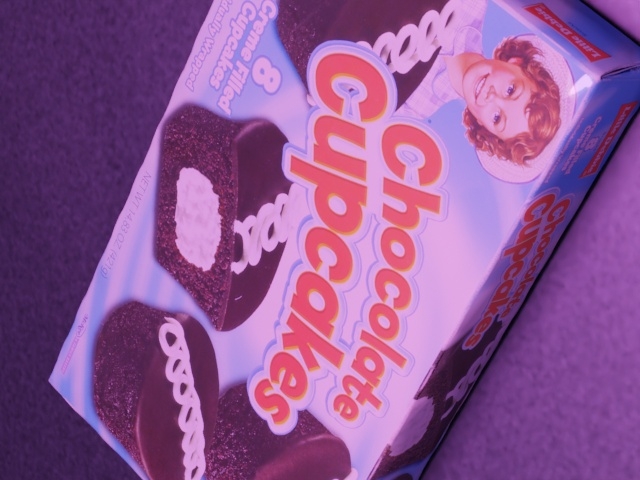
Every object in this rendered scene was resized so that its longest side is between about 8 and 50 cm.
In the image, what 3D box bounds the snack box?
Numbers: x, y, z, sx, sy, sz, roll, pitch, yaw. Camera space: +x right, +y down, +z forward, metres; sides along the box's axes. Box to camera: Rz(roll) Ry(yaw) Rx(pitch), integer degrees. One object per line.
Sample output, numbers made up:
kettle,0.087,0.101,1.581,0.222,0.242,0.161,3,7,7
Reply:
snack box,0.000,0.000,0.819,0.187,0.060,0.322,42,123,25
